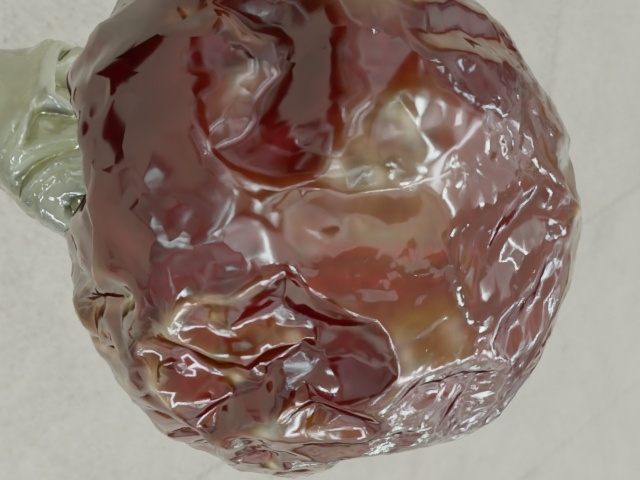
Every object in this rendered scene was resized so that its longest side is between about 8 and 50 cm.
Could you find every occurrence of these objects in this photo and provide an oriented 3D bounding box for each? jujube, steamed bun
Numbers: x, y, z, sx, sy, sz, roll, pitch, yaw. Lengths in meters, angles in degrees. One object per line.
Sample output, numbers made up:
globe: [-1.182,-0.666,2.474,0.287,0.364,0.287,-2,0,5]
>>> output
jujube: [0.001,-0.001,0.634,0.276,0.276,0.377,-50,169,-13]
steamed bun: [-0.200,-0.083,0.943,0.144,0.218,0.211,-47,141,-4]
